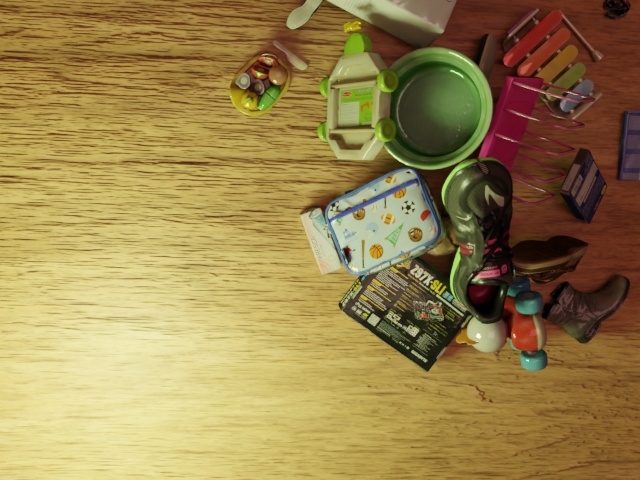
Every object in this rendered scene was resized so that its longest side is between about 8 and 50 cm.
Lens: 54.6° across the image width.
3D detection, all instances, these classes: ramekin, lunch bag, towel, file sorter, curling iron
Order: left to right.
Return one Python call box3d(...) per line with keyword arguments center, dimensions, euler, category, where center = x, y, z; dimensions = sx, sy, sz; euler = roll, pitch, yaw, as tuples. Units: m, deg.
box3d(center=(0.163, -0.050, 1.652), dimensions=(0.303, 0.115, 0.243), euler=(-24, 79, 20), category="lunch bag")
box3d(center=(0.299, -0.341, 1.623), dimensions=(0.303, 0.148, 0.303), euler=(3, 100, 17), category="ramekin")
box3d(center=(0.555, -0.257, 1.609), dimensions=(0.182, 0.202, 0.291), euler=(30, 118, 32), category="file sorter")
box3d(center=(0.769, -0.731, 1.714), dimensions=(0.068, 0.035, 0.274), euler=(-36, 101, 0), category="curling iron")
box3d(center=(1.010, -0.277, 1.809), dimensions=(0.285, 0.034, 0.209), euler=(-1, 101, -4), category="towel")

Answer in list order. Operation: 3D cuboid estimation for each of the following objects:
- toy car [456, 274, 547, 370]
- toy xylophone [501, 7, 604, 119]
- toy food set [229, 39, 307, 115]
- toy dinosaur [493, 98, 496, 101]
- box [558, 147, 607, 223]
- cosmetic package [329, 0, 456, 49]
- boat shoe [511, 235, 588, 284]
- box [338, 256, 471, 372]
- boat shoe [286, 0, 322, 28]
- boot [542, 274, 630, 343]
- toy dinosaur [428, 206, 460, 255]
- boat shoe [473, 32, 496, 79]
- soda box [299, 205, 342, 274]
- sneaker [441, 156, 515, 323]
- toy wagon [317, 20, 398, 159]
box3d(center=(0.496, 0.243, 1.753), dimensions=(0.238, 0.210, 0.219), euler=(-10, 110, 4), category="toy car")
box3d(center=(0.651, -0.501, 1.713), dimensions=(0.322, 0.081, 0.236), euler=(39, 92, -10), category="toy xylophone")
box3d(center=(-0.146, -0.430, 1.646), dimensions=(0.128, 0.071, 0.218), euler=(43, 92, -10), category="toy food set")
box3d(center=(0.452, -0.371, 1.735), dimensions=(0.090, 0.047, 0.082), euler=(-30, 80, 11), category="toy dinosaur")
box3d(center=(0.742, -0.147, 1.746), dimensions=(0.225, 0.036, 0.136), euler=(33, 82, -47), category="box")
box3d(center=(0.165, -0.681, 1.584), dimensions=(0.385, 0.156, 0.217), euler=(23, 84, -8), category="cosmetic package")
box3d(center=(0.627, 0.068, 1.720), dimensions=(0.342, 0.123, 0.123), euler=(-11, 118, -45), category="boat shoe")
box3d(center=(0.253, 0.183, 1.776), dimensions=(0.322, 0.079, 0.257), euler=(36, 92, -10), category="box")
box3d(center=(-0.040, -0.608, 1.648), dimensions=(0.046, 0.038, 0.125), euler=(40, 91, 0), category="boat shoe")
box3d(center=(0.782, 0.170, 1.830), dimensions=(0.161, 0.083, 0.246), euler=(37, 92, -4), category="boot")
box3d(center=(0.370, -0.012, 1.741), dimensions=(0.295, 0.127, 0.200), euler=(-17, 107, 2), category="toy dinosaur")
box3d(center=(0.419, -0.454, 1.696), dimensions=(0.079, 0.084, 0.233), euler=(20, 98, 34), category="boat shoe")
box3d(center=(0.000, 0.000, 1.732), dimensions=(0.063, 0.058, 0.183), euler=(-21, 101, -2), category="soda box")
box3d(center=(0.418, 0.008, 1.542), dimensions=(0.185, 0.202, 0.483), euler=(-15, 125, -1), category="sneaker")
box3d(center=(0.097, -0.381, 1.588), dimensions=(0.068, 0.267, 0.344), euler=(-3, 99, -35), category="toy wagon")
